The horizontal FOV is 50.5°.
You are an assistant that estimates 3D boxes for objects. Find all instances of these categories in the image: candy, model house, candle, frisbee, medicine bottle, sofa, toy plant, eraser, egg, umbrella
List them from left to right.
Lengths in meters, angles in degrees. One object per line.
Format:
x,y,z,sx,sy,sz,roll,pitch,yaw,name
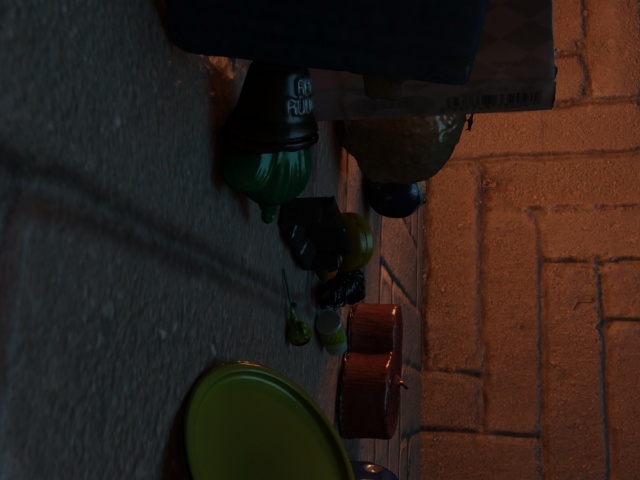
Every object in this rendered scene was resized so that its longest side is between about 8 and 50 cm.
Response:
-0.059,-0.105,0.787,0.143,0.105,0.200,-38,139,-60,toy plant
-0.048,0.231,0.703,0.236,0.017,0.236,37,29,-25,frisbee
-0.040,0.099,1.004,0.035,0.035,0.123,-53,132,-73,candy
-0.004,-0.003,1.029,0.147,0.085,0.060,68,22,-57,sofa
0.007,-0.328,0.692,0.382,0.335,0.342,-57,154,-74,model house
0.021,0.165,1.199,0.083,0.047,0.047,74,21,-46,medicine bottle
0.042,0.085,1.246,0.224,0.071,0.080,-6,83,-74,umbrella
0.129,0.310,1.475,0.317,0.131,0.287,-74,161,-47,candle
0.161,-0.268,1.359,0.279,0.279,0.310,-17,107,-76,egg
0.171,-0.310,1.101,0.082,0.397,0.213,-13,101,-76,eraser

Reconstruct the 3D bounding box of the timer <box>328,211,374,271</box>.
0.054,0.001,1.207,0.109,0.107,0.107,-10,102,-38,timer

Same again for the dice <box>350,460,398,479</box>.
0.057,0.455,1.127,0.146,0.147,0.143,-2,93,-76,dice

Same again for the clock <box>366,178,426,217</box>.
0.184,-0.174,1.680,0.199,0.147,0.243,74,12,-82,clock

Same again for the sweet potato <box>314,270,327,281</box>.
0.001,-0.003,1.147,0.041,0.038,0.153,-70,154,-68,sweet potato
